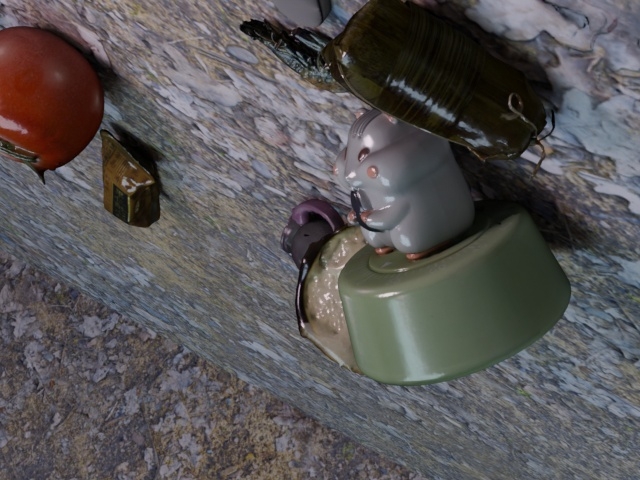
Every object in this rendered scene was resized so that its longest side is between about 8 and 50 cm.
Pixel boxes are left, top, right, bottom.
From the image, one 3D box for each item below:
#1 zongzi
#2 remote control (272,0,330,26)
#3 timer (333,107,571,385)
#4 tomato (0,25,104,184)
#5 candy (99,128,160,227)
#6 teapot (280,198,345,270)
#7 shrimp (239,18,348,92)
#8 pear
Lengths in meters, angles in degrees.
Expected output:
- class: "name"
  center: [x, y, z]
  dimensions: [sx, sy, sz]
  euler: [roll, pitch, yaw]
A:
- class: "zongzi"
  center: [0.122, -0.166, 1.161]
  dimensions: [0.248, 0.111, 0.241]
  euler: [30, 180, -9]
- class: "remote control"
  center: [-0.039, -0.316, 1.139]
  dimensions: [0.077, 0.022, 0.245]
  euler: [23, 159, 22]
- class: "timer"
  center: [0.124, -0.021, 1.317]
  dimensions: [0.291, 0.291, 0.315]
  euler: [3, 121, 57]
- class: "tomato"
  center: [-0.489, -0.235, 1.775]
  dimensions: [0.256, 0.224, 0.256]
  euler: [26, 162, 9]
- class: "candy"
  center: [-0.376, -0.117, 2.098]
  dimensions: [0.143, 0.101, 0.271]
  euler: [36, 156, 10]
- class: "teapot"
  center: [-0.006, 0.008, 1.772]
  dimensions: [0.146, 0.116, 0.148]
  euler: [36, 171, 35]
- class: "shrimp"
  center: [-0.021, -0.238, 1.302]
  dimensions: [0.161, 0.034, 0.091]
  euler: [30, 151, -11]
- class: "pear"
  center: [0.102, 0.099, 1.687]
  dimensions: [0.267, 0.266, 0.178]
  euler: [28, 179, 15]
